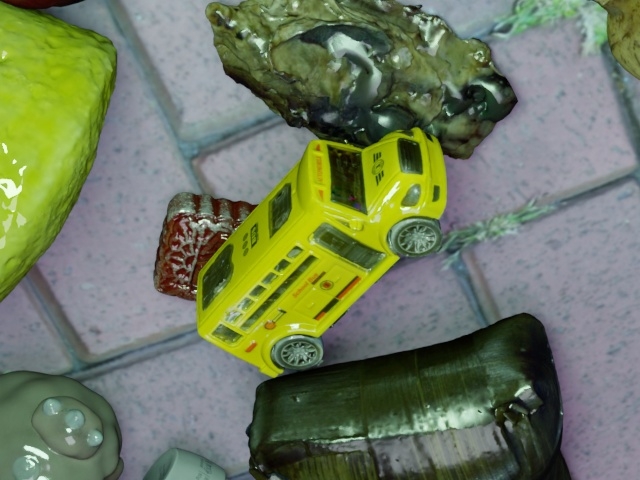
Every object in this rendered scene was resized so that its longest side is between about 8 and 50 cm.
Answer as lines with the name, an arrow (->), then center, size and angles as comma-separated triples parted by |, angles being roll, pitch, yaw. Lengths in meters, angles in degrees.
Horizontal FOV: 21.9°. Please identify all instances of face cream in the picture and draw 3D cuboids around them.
face cream -> -0.176, 0.336, 2.163 | 0.104, 0.117, 0.117 | 38, 113, -15

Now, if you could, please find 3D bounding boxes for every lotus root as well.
lotus root -> 0.411, -0.237, 1.817 | 0.257, 0.140, 0.154 | 18, 127, -22

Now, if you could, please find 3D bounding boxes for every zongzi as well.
zongzi -> 0.131, 0.310, 2.141 | 0.403, 0.207, 0.432 | -11, 136, 10

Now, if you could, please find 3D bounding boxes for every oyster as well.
oyster -> 0.046, -0.189, 1.852 | 0.361, 0.096, 0.221 | 35, 108, -27

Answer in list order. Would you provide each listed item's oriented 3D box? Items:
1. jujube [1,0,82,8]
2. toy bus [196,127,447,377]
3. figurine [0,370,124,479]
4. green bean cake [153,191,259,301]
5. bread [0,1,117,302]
jujube -> -0.328, -0.387, 1.608 | 0.377, 0.258, 0.258 | 35, 114, -27
toy bus -> 0.000, 0.000, 1.853 | 0.152, 0.144, 0.330 | 27, 126, -25
figurine -> -0.339, 0.303, 2.093 | 0.248, 0.203, 0.380 | 4, 142, 19
green bean cake -> -0.127, 0.015, 1.990 | 0.136, 0.056, 0.135 | 10, 121, -10
bread -> -0.401, -0.105, 1.728 | 0.308, 0.348, 0.348 | 24, 118, -13
